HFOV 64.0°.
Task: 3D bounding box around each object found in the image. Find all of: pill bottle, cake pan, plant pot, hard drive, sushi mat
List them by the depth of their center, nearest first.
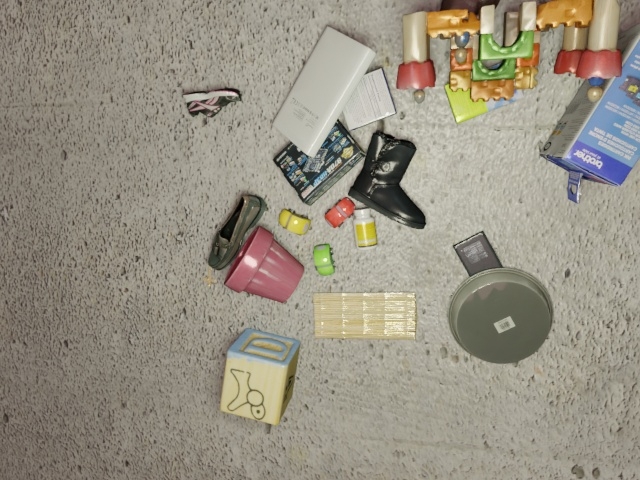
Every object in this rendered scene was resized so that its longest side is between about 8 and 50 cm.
[{"bbox_3d":[0.000,-0.403,1.385,0.203,0.040,0.308,46,110,40],"label":"hard drive"},{"bbox_3d":[0.511,0.224,1.449,0.293,0.054,0.293,2,107,8],"label":"cake pan"},{"bbox_3d":[0.450,0.053,1.454,0.094,0.022,0.135,-29,94,15],"label":"hard drive"},{"bbox_3d":[0.127,-0.034,1.479,0.065,0.065,0.117,-6,101,12],"label":"pill bottle"},{"bbox_3d":[-0.156,0.085,1.505,0.180,0.201,0.201,31,106,-12],"label":"plant pot"},{"bbox_3d":[0.134,0.230,1.556,0.316,0.019,0.152,-2,100,12],"label":"sushi mat"}]

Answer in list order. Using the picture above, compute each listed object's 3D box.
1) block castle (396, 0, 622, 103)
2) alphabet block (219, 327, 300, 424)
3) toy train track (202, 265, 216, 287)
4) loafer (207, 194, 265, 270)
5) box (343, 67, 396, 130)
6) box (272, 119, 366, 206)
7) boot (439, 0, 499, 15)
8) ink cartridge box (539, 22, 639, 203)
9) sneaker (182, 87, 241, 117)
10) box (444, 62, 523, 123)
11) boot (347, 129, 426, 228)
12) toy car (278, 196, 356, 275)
[{"bbox_3d":[0.407,-0.417,1.175,0.452,0.303,0.213,0,110,12],"label":"block castle"},{"bbox_3d":[-0.181,0.409,1.564,0.192,0.193,0.197,13,104,10],"label":"alphabet block"},{"bbox_3d":[-0.354,0.110,1.630,0.048,0.014,0.083,9,102,9],"label":"toy train track"},{"bbox_3d":[-0.272,-0.029,1.537,0.096,0.084,0.268,44,104,33],"label":"loafer"},{"bbox_3d":[0.126,-0.384,1.404,0.137,0.072,0.126,-17,97,15],"label":"box"},{"bbox_3d":[-0.007,-0.234,1.442,0.220,0.051,0.175,-42,69,16],"label":"box"},{"bbox_3d":[0.337,-0.644,1.300,0.248,0.090,0.207,27,103,1],"label":"boot"},{"bbox_3d":[0.677,-0.284,1.213,0.151,0.270,0.396,30,106,5],"label":"ink cartridge box"},{"bbox_3d":[-0.310,-0.400,1.499,0.178,0.072,0.077,0,113,19],"label":"sneaker"},{"bbox_3d":[0.430,-0.392,1.357,0.178,0.042,0.109,-19,97,14],"label":"box"},{"bbox_3d":[0.218,-0.168,1.417,0.246,0.094,0.207,29,109,11],"label":"boot"},{"bbox_3d":[0.000,0.000,1.517,0.238,0.053,0.225,-9,99,13],"label":"toy car"}]
